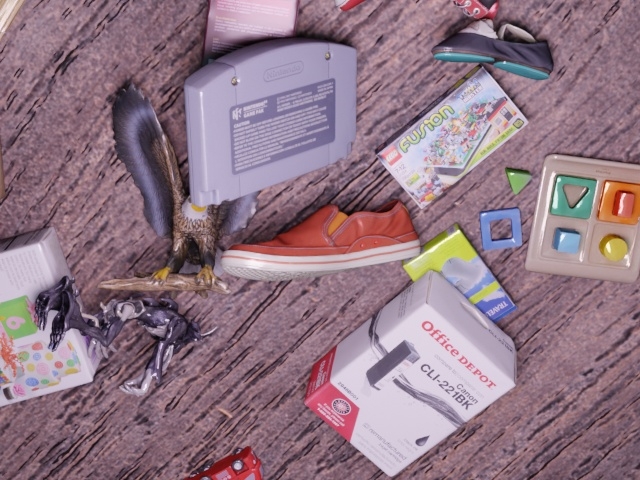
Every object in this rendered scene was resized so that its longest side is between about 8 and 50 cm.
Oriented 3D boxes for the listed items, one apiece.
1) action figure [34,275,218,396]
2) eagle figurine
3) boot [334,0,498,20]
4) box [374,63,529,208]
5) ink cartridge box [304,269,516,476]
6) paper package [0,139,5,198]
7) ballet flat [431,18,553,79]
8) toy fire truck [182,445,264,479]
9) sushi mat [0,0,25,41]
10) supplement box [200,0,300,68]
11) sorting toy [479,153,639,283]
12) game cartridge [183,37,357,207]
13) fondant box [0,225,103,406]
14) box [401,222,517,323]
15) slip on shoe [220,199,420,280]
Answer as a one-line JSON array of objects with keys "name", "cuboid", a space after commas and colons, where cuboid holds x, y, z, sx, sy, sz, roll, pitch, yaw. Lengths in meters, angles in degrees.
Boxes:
[{"name": "action figure", "cuboid": [-0.292, 0.144, 1.613, 0.276, 0.164, 0.140, 18, 96, -39]}, {"name": "eagle figurine", "cuboid": [-0.189, -0.067, 1.590, 0.226, 0.225, 0.298, 12, 75, -44]}, {"name": "boot", "cuboid": [0.153, -0.356, 1.526, 0.244, 0.088, 0.176, -32, 107, 6]}, {"name": "box", "cuboid": [0.196, -0.155, 1.614, 0.207, 0.036, 0.114, -40, 103, 12]}, {"name": "ink cartridge box", "cuboid": [0.141, 0.208, 1.666, 0.197, 0.114, 0.273, 42, 115, -12]}, {"name": "paper package", "cuboid": [-0.627, -0.190, 1.525, 0.310, 0.168, 0.324, 1, 111, 0]}, {"name": "ballet flat", "cuboid": [0.248, -0.279, 1.537, 0.203, 0.074, 0.074, 6, 109, -26]}, {"name": "toy fire truck", "cuboid": [-0.166, 0.442, 1.803, 0.192, 0.047, 0.135, -29, 106, 8]}, {"name": "sushi mat", "cuboid": [-0.446, -0.450, 1.528, 0.151, 0.019, 0.316, 34, 105, -9]}, {"name": "supplement box", "cuboid": [-0.094, -0.343, 1.534, 0.130, 0.073, 0.239, 9, 109, -4]}, {"name": "sorting toy", "cuboid": [0.422, -0.028, 1.650, 0.348, 0.047, 0.195, 7, 108, -2]}, {"name": "game cartridge", "cuboid": [-0.065, -0.178, 1.497, 0.297, 0.062, 0.198, -22, 119, -40]}, {"name": "fondant box", "cuboid": [-0.541, 0.140, 1.680, 0.331, 0.096, 0.238, -15, 107, 6]}, {"name": "box", "cuboid": [0.221, 0.074, 1.686, 0.109, 0.042, 0.178, -35, 104, 12]}, {"name": "slip on shoe", "cuboid": [0.000, 0.000, 1.575, 0.331, 0.123, 0.101, -9, 86, -31]}]
